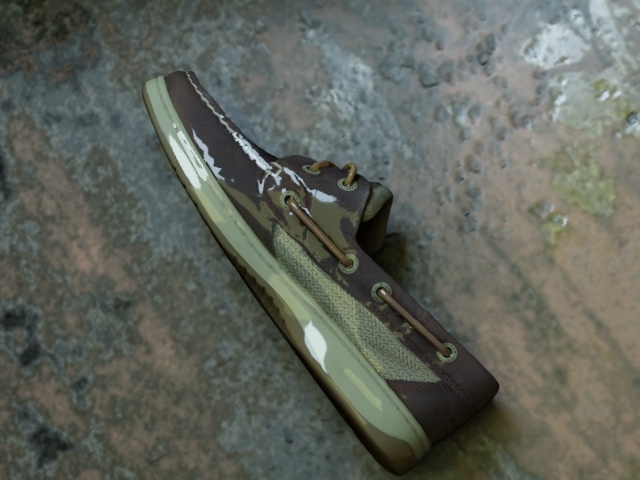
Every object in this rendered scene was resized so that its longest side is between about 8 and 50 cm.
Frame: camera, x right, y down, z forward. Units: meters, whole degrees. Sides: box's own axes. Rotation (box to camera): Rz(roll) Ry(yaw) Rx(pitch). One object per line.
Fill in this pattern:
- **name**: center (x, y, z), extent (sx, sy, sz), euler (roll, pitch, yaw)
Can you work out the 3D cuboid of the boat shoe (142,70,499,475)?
- **boat shoe**: center (0.000, 0.000, 1.091), extent (0.123, 0.123, 0.342), euler (-35, 73, -5)
